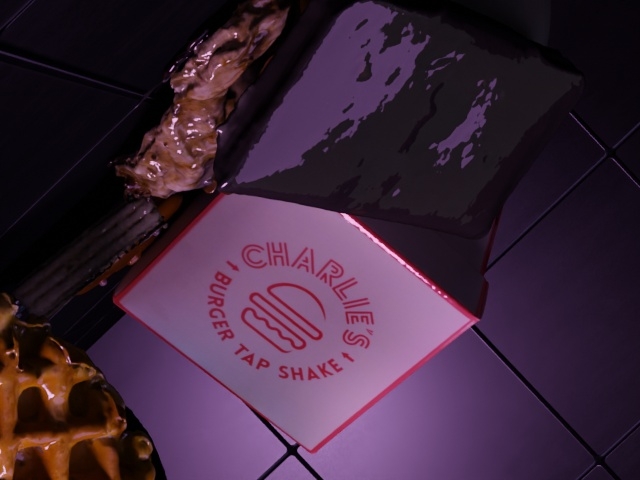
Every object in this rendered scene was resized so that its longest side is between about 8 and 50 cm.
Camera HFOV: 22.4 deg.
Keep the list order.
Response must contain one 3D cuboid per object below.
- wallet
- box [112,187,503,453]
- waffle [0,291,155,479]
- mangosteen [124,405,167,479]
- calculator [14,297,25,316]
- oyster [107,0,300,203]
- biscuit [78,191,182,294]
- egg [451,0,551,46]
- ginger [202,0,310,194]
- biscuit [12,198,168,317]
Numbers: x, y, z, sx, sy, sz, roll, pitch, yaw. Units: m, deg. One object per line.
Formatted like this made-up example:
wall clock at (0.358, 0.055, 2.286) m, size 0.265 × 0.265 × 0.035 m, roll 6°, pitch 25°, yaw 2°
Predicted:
wallet at (0.076, -0.100, 1.297) m, size 0.378 × 0.051 × 0.197 m, roll 8°, pitch 120°, yaw -53°
box at (0.000, 0.000, 1.910) m, size 0.312 × 0.314 × 0.300 m, roll -43°, pitch -166°, yaw 34°
waffle at (-0.261, 0.206, 1.212) m, size 0.068 × 0.325 × 0.302 m, roll 9°, pitch -126°, yaw 46°
mangosteen at (-0.280, 0.257, 1.430) m, size 0.330 × 0.330 × 0.330 m, roll -43°, pitch -179°, yaw 1°
calculator at (-0.322, 0.079, 1.647) m, size 0.172 × 0.018 × 0.057 m, roll -45°, pitch -178°, yaw -11°
oyster at (-0.092, -0.102, 1.276) m, size 0.128 × 0.079 × 0.345 m, roll -54°, pitch -177°, yaw -32°
biscuit at (-0.214, -0.002, 1.806) m, size 0.170 × 0.050 × 0.170 m, roll -43°, pitch -179°, yaw 1°
egg at (0.103, -0.182, 1.484) m, size 0.282 × 0.203 × 0.203 m, roll -66°, pitch -173°, yaw -16°
ginger at (-0.046, -0.112, 1.402) m, size 0.133 × 0.107 × 0.309 m, roll -53°, pitch -175°, yaw -19°
biscuit at (-0.217, 0.010, 1.530) m, size 0.150 × 0.052 × 0.252 m, roll -38°, pitch -176°, yaw -4°
